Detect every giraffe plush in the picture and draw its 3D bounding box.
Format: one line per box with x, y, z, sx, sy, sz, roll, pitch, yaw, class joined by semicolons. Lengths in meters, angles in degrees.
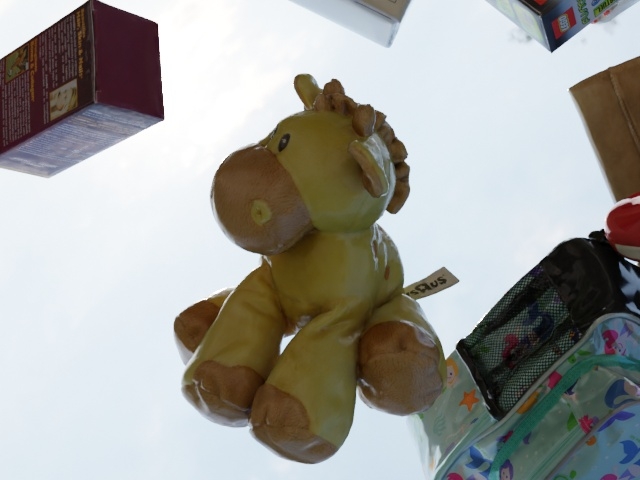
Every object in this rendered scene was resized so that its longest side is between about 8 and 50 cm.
0.000;0.000;0.640;0.181;0.170;0.210;22;-135;38;giraffe plush

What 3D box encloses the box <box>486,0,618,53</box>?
0.123;-0.217;0.684;0.114;0.036;0.207;-38;-127;-2;box

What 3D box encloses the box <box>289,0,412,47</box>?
0.086;-0.389;1.173;0.311;0.148;0.121;-62;179;-4;box

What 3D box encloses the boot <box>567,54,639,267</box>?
0.296;-0.028;1.030;0.236;0.089;0.269;-19;-94;16;boot

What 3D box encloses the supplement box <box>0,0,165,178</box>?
-0.239;-0.139;1.012;0.188;0.081;0.104;-18;-110;39;supplement box

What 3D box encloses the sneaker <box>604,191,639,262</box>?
0.273;-0.066;0.737;0.221;0.128;0.087;-22;-150;42;sneaker

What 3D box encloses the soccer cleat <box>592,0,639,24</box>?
0.409;-0.343;1.441;0.076;0.068;0.196;-31;-173;-21;soccer cleat

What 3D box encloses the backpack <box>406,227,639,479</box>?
0.203;0.150;0.861;0.253;0.225;0.191;-45;-143;29;backpack
